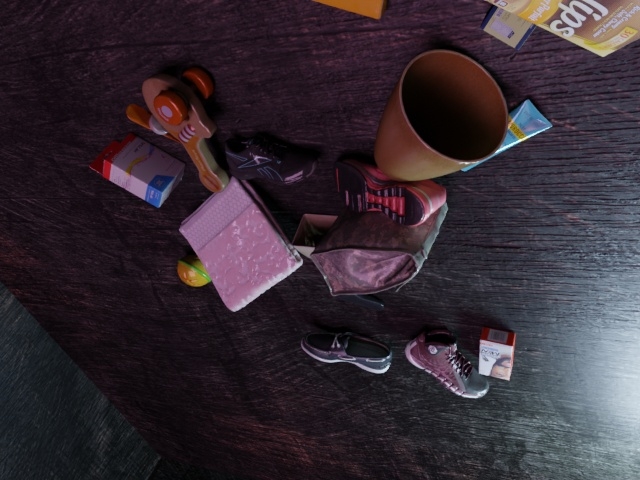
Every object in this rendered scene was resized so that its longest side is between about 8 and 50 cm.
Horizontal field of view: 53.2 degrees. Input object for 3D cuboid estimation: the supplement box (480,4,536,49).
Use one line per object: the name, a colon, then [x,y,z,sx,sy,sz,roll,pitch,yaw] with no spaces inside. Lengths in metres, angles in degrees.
supplement box: [0.349,-0.407,1.149,0.083,0.056,0.083,30,141,-1]

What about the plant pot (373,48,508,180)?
plant pot: [0.213,-0.222,1.321,0.237,0.237,0.254,35,154,-8]

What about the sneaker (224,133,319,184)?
sneaker: [-0.133,-0.207,1.618,0.267,0.101,0.106,4,133,27]

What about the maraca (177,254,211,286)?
maraca: [-0.421,0.103,2.133,0.127,0.099,0.185,37,166,-7]

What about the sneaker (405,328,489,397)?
sneaker: [0.402,0.362,1.916,0.281,0.106,0.162,28,138,2]

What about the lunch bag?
lunch bag: [0.162,0.005,1.565,0.287,0.235,0.169,-9,123,38]

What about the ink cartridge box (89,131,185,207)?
ink cartridge box: [-0.520,-0.212,1.814,0.231,0.134,0.078,30,142,-2]

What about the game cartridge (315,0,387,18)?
game cartridge: [0.009,-0.594,1.160,0.285,0.053,0.324,20,138,10]

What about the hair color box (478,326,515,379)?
hair color box: [0.511,0.329,1.855,0.093,0.053,0.167,9,138,21]

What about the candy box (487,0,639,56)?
candy box: [0.382,-0.412,0.987,0.316,0.088,0.183,20,170,-14]

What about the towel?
towel: [-0.242,0.013,1.842,0.332,0.053,0.317,-35,87,40]

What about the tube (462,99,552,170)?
tube: [0.377,-0.217,1.352,0.080,0.052,0.207,36,135,-24]

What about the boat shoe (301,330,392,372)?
boat shoe: [0.087,0.344,2.086,0.302,0.114,0.091,10,140,4]

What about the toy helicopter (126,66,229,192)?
toy helicopter: [-0.350,-0.268,1.653,0.235,0.140,0.355,5,135,35]

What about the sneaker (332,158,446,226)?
sneaker: [0.162,-0.124,1.527,0.314,0.136,0.116,28,130,40]

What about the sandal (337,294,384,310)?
sandal: [0.112,0.164,1.930,0.179,0.040,0.067,22,149,-15]

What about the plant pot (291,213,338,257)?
plant pot: [0.000,0.000,1.767,0.109,0.109,0.096,5,148,26]
